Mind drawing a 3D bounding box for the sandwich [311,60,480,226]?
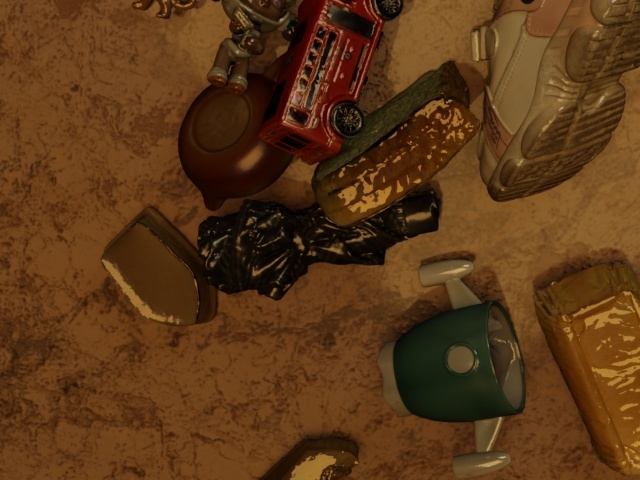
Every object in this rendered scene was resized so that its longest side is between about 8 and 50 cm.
[{"bbox_3d":[0.099,-0.123,1.392,0.226,0.251,0.087,-32,101,15],"label":"sandwich"}]

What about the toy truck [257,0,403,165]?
[{"bbox_3d":[0.012,-0.230,1.395,0.114,0.107,0.252,22,76,-18],"label":"toy truck"}]

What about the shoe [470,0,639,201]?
[{"bbox_3d":[0.285,-0.220,1.394,0.198,0.172,0.351,51,132,32],"label":"shoe"}]

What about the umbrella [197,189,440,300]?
[{"bbox_3d":[0.000,0.011,1.511,0.337,0.128,0.154,-2,127,-1],"label":"umbrella"}]

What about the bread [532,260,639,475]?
[{"bbox_3d":[0.405,0.177,1.484,0.152,0.119,0.288,-24,100,11],"label":"bread"}]

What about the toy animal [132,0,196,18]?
[{"bbox_3d":[-0.281,-0.374,1.495,0.241,0.057,0.099,16,106,6],"label":"toy animal"}]

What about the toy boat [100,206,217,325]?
[{"bbox_3d":[-0.228,0.055,1.591,0.116,0.061,0.188,-42,94,16],"label":"toy boat"}]

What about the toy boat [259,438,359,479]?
[{"bbox_3d":[-0.055,0.419,1.641,0.121,0.089,0.321,41,105,-8],"label":"toy boat"}]

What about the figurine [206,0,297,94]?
[{"bbox_3d":[-0.090,-0.290,1.430,0.147,0.093,0.197,23,66,-27],"label":"figurine"}]

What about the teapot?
[{"bbox_3d":[-0.090,-0.152,1.493,0.178,0.135,0.252,37,88,32],"label":"teapot"}]

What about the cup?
[{"bbox_3d":[0.177,0.177,1.507,0.173,0.167,0.299,-15,75,23],"label":"cup"}]
